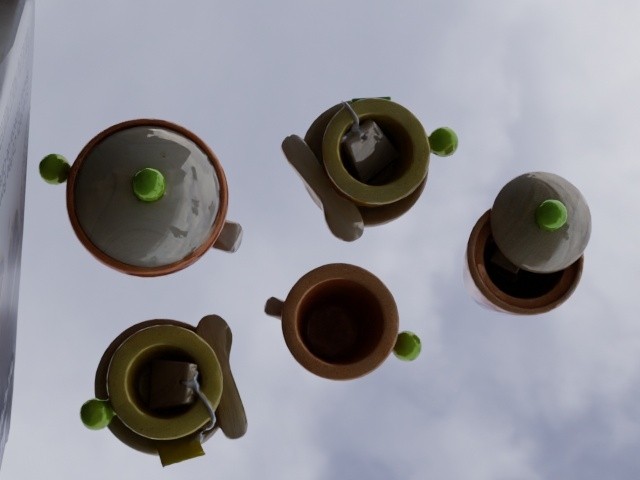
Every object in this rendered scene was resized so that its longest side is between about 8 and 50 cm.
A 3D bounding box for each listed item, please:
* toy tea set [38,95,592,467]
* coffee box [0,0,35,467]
[{"bbox_3d":[0.000,0.000,0.906,0.336,0.124,0.200,-17,-98,-10],"label":"toy tea set"},{"bbox_3d":[-0.139,0.063,0.327,0.297,0.119,0.168,-98,-165,-61],"label":"coffee box"}]
